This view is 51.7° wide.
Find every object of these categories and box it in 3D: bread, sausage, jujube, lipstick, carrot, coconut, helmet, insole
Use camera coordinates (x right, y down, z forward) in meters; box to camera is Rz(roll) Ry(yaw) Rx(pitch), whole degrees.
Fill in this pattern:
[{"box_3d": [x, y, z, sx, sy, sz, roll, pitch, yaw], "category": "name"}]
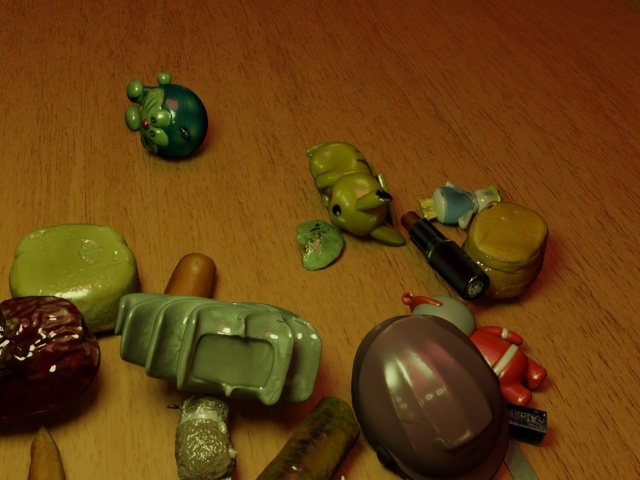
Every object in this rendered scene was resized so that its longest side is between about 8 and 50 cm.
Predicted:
[{"box_3d": [0.437, 0.023, 1.582, 0.195, 0.142, 0.270, 22, 43, 19], "category": "bread"}, {"box_3d": [-0.286, 0.117, 1.416, 0.098, 0.098, 0.238, 10, 44, 3], "category": "sausage"}, {"box_3d": [-0.571, 0.230, 1.174, 0.342, 0.216, 0.216, -19, 48, -11], "category": "jujube"}, {"box_3d": [0.280, 0.327, 1.295, 0.312, 0.051, 0.051, 13, 48, 9], "category": "lipstick"}, {"box_3d": [0.278, 0.026, 1.536, 0.081, 0.081, 0.300, -14, 39, -22], "category": "lipstick"}, {"box_3d": [-0.510, 0.084, 1.378, 0.270, 0.148, 0.270, 6, 46, -6], "category": "bread"}, {"box_3d": [-0.463, 0.395, 1.108, 0.072, 0.072, 0.205, -11, 44, -19], "category": "carrot"}, {"box_3d": [-0.002, -0.004, 1.613, 0.133, 0.055, 0.158, -12, 47, -18], "category": "coconut"}, {"box_3d": [0.199, 0.274, 1.194, 0.271, 0.197, 0.338, -27, 59, -14], "category": "helmet"}, {"box_3d": [-0.040, 0.405, 1.130, 0.114, 0.114, 0.302, 27, 43, 20], "category": "carrot"}, {"box_3d": [0.363, 0.396, 1.272, 0.064, 0.004, 0.188, -8, 45, -15], "category": "insole"}]

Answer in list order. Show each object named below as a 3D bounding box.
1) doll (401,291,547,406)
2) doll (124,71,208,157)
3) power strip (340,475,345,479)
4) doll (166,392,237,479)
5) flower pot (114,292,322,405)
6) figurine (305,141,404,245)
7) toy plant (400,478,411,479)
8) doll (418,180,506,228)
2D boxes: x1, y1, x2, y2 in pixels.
[{"box_3d": [0.306, 0.217, 1.394, 0.336, 0.105, 0.200, 37, 50, 17], "category": "doll"}, {"box_3d": [-0.420, -0.342, 1.816, 0.186, 0.198, 0.322, -4, 33, -30], "category": "doll"}, {"box_3d": [0.032, 0.482, 1.072, 0.030, 0.047, 0.191, -2, 60, 1], "category": "power strip"}, {"box_3d": [-0.196, 0.369, 1.147, 0.115, 0.105, 0.221, -2, 46, -26], "category": "doll"}, {"box_3d": [-0.192, 0.187, 1.217, 0.367, 0.164, 0.254, 11, 5, -16], "category": "flower pot"}, {"box_3d": [0.088, -0.115, 1.664, 0.169, 0.218, 0.327, -27, 47, 4], "category": "figurine"}, {"box_3d": [0.146, 0.463, 1.101, 0.200, 0.105, 0.143, 12, 36, 21], "category": "toy plant"}, {"box_3d": [0.382, -0.095, 1.736, 0.241, 0.099, 0.135, -2, 21, -12], "category": "doll"}]
